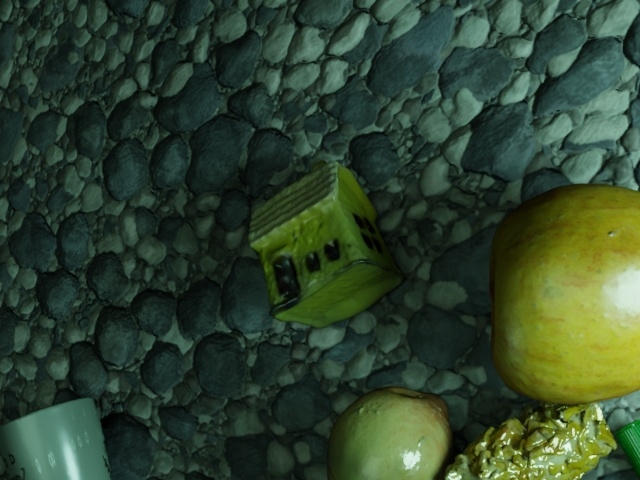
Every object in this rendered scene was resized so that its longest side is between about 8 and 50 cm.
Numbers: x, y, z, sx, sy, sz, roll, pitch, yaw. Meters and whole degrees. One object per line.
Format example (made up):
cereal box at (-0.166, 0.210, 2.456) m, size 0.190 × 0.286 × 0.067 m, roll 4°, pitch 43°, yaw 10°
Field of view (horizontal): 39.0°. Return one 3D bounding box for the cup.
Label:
cup at (-0.503, 0.445, 1.721) m, size 0.258 × 0.186 × 0.234 m, roll -32°, pitch 74°, yaw 54°

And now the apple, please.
apple at (0.360, 0.071, 1.199) m, size 0.275 × 0.299 × 0.298 m, roll 0°, pitch 82°, yaw 2°

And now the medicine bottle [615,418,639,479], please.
medicine bottle at (0.480, 0.364, 1.206) m, size 0.095 × 0.064 × 0.260 m, roll -33°, pitch 67°, yaw 17°

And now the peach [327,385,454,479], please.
peach at (0.117, 0.318, 1.348) m, size 0.233 × 0.232 × 0.232 m, roll -5°, pitch 81°, yaw 30°

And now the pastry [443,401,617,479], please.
pastry at (0.296, 0.293, 1.253) m, size 0.250 × 0.154 × 0.102 m, roll -36°, pitch 30°, yaw -1°

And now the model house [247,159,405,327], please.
model house at (0.000, 0.000, 1.493) m, size 0.193 × 0.175 × 0.234 m, roll -32°, pitch 58°, yaw 23°
